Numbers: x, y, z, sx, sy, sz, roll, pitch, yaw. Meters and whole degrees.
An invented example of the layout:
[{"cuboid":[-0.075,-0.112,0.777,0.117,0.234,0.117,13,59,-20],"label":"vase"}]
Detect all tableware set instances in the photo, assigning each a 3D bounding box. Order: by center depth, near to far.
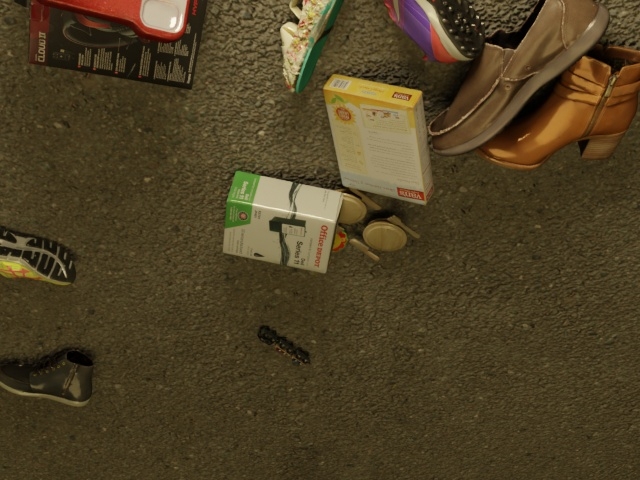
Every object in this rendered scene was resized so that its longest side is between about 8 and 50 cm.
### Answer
[{"cuboid":[0.089,-0.045,2.046,0.194,0.039,0.128,35,136,-27],"label":"tableware set"}]

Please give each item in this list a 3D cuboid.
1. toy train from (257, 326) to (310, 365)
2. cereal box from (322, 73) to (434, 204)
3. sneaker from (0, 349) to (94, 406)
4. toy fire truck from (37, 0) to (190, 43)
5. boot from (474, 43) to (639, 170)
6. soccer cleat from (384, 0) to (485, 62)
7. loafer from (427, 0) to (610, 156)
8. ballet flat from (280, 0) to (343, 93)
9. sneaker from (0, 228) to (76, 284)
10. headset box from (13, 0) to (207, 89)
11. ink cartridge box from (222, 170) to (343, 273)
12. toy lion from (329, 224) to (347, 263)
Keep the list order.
[{"cuboid":[-0.082,0.241,2.356,0.036,0.027,0.158,-30,130,32],"label":"toy train"},{"cuboid":[0.105,-0.174,1.850,0.173,0.047,0.240,15,144,24],"label":"cereal box"},{"cuboid":[-0.618,0.289,2.372,0.222,0.083,0.118,13,117,-6],"label":"sneaker"},{"cuboid":[-0.285,-0.443,1.451,0.254,0.302,0.169,11,173,-24],"label":"toy fire truck"},{"cuboid":[0.409,-0.229,1.799,0.283,0.109,0.220,0,139,-6],"label":"boot"},{"cuboid":[0.129,-0.394,1.630,0.116,0.108,0.318,-5,139,47],"label":"soccer cleat"},{"cuboid":[0.300,-0.288,1.742,0.130,0.134,0.366,40,116,-15],"label":"loafer"},{"cuboid":[-0.020,-0.349,1.698,0.077,0.091,0.241,33,130,8],"label":"ballet flat"},{"cuboid":[-0.590,0.042,2.100,0.208,0.081,0.094,24,139,-16],"label":"sneaker"},{"cuboid":[-0.325,-0.369,1.630,0.293,0.110,0.218,7,136,-10],"label":"headset box"},{"cuboid":[-0.072,-0.033,1.993,0.208,0.087,0.153,11,136,1],"label":"ink cartridge box"},{"cuboid":[0.000,0.000,2.099,0.100,0.034,0.096,16,128,-17],"label":"toy lion"}]
